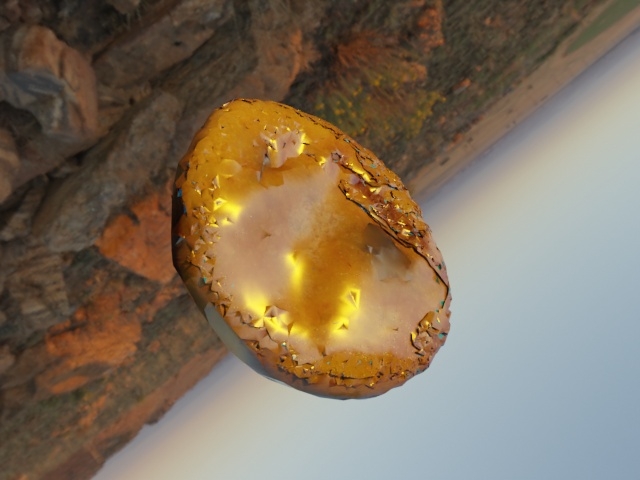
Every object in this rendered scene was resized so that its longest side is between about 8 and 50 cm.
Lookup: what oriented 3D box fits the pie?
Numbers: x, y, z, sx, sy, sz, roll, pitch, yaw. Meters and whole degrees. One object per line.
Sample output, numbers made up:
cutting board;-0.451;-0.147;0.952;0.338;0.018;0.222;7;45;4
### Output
pie;-0.001;0.000;0.535;0.273;0.273;0.069;-34;178;-40
